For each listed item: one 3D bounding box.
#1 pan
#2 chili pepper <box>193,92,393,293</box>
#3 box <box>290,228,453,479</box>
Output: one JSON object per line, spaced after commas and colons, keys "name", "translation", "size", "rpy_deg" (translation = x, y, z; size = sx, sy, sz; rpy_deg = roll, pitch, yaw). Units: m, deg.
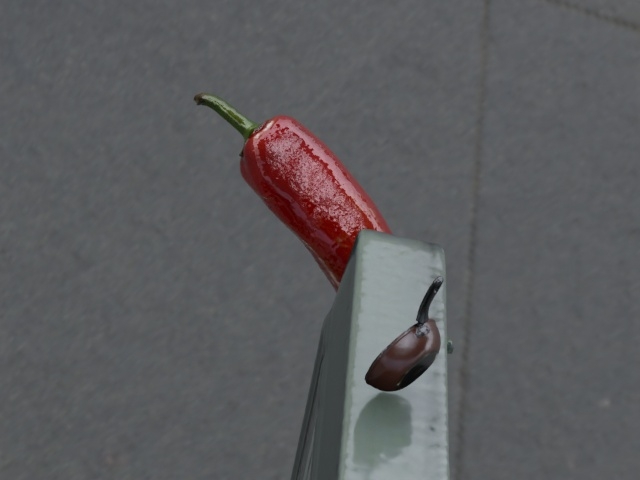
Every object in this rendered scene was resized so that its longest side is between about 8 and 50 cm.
{"name": "pan", "translation": [0.071, 0.072, 1.219], "size": [0.068, 0.115, 0.023], "rpy_deg": [-25, 61, -39]}
{"name": "chili pepper", "translation": [0.007, 0.003, 1.650], "size": [0.092, 0.137, 0.368], "rpy_deg": [-44, 110, -39]}
{"name": "box", "translation": [0.028, 0.244, 1.410], "size": [0.111, 0.396, 0.397], "rpy_deg": [9, 37, -3]}
